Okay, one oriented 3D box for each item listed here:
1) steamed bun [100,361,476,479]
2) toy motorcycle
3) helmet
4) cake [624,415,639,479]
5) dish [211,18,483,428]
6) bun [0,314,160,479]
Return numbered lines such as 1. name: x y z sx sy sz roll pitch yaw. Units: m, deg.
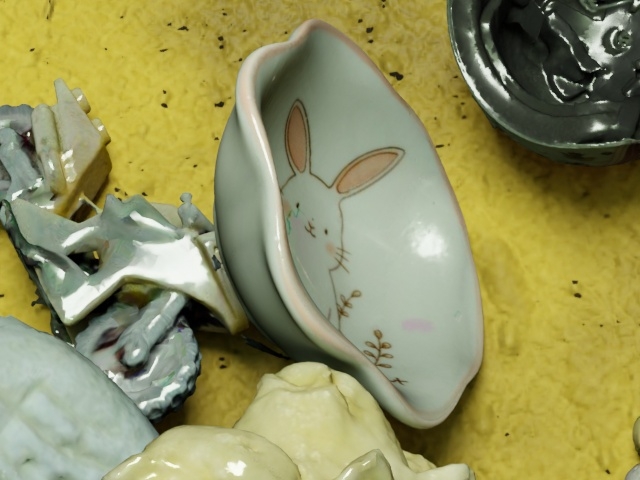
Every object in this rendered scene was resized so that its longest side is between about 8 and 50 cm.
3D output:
1. steamed bun: -0.002 0.219 0.709 0.137 0.295 0.292 8 115 36
2. toy motorcycle: -0.114 -0.003 0.890 0.130 0.094 0.229 -31 61 -9
3. helmet: 0.160 -0.112 0.881 0.177 0.107 0.153 -34 68 -9
4. cake: 0.230 0.068 0.835 0.109 0.090 0.225 10 76 4
5. dish: 0.000 0.000 0.835 0.081 0.229 0.229 -22 71 28
6. bun: -0.205 0.194 0.734 0.194 0.354 0.354 2 69 48
